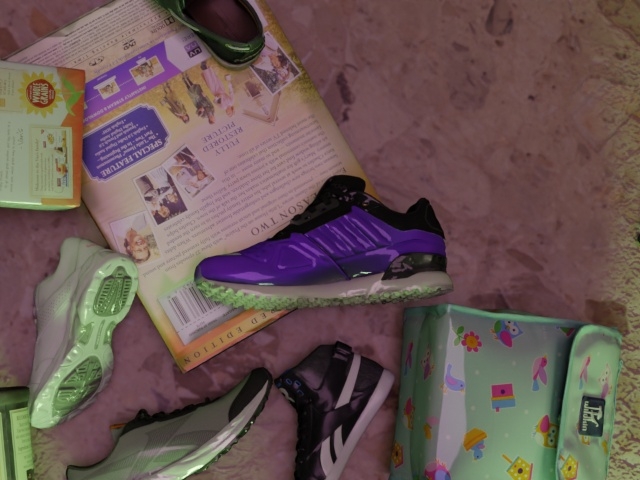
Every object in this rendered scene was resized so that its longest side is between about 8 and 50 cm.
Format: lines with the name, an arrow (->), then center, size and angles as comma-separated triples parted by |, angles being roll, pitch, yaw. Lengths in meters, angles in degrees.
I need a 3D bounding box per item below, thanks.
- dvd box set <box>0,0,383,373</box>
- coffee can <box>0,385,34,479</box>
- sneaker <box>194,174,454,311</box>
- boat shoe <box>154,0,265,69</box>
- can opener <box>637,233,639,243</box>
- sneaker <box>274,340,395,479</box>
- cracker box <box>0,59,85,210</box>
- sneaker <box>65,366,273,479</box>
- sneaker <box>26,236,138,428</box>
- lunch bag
dvd box set -> -0.134, -0.099, 1.781 | 0.307, 0.062, 0.420 | -31, 90, -8
coffee can -> -0.406, 0.305, 1.651 | 0.201, 0.201, 0.275 | -5, 87, -7
sneaker -> 0.000, 0.000, 1.715 | 0.293, 0.102, 0.146 | -2, 81, -13
boat shoe -> -0.152, -0.295, 1.724 | 0.233, 0.079, 0.084 | 44, 83, 0
can opener -> 0.479, 0.003, 1.858 | 0.186, 0.073, 0.059 | 2, 125, -4
sneaker -> -0.017, 0.218, 1.772 | 0.121, 0.079, 0.217 | 32, 75, -1
cracker box -> -0.378, -0.118, 1.656 | 0.232, 0.067, 0.156 | 4, 84, -25
sneaker -> -0.170, 0.226, 1.739 | 0.271, 0.100, 0.108 | -36, 86, -7
sneaker -> -0.291, 0.101, 1.746 | 0.115, 0.090, 0.232 | 32, 103, 38
lunch bag -> 0.228, 0.194, 1.760 | 0.262, 0.160, 0.223 | 9, 82, -17
